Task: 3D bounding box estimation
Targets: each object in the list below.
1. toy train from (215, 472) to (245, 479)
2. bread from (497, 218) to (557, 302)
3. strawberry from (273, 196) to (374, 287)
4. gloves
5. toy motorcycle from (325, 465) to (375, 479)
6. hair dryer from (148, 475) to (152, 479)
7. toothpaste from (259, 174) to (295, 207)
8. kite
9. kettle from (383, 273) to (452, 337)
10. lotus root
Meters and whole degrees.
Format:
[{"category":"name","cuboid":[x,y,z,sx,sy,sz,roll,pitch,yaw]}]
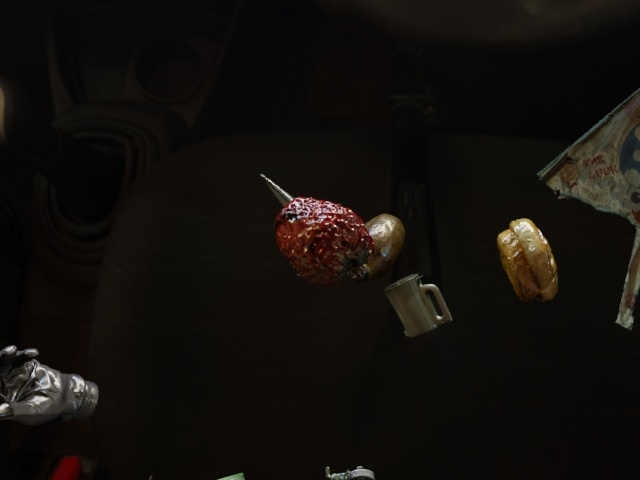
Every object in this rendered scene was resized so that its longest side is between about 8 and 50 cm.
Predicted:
[{"category":"toy train","cuboid":[-0.199,0.550,1.460,0.038,0.093,0.056,-48,58,29]},{"category":"bread","cuboid":[0.559,0.054,1.780,0.120,0.236,0.198,-21,48,8]},{"category":"strawberry","cuboid":[0.000,0.000,0.634,0.096,0.083,0.083,44,74,6]},{"category":"gloves","cuboid":[-0.490,0.256,1.116,0.119,0.285,0.142,-22,55,7]},{"category":"toy motorcycle","cuboid":[0.069,0.743,1.785,0.127,0.275,0.205,6,43,-7]},{"category":"hair dryer","cuboid":[-0.376,0.558,1.405,0.037,0.063,0.114,20,76,-18]},{"category":"toothpaste","cuboid":[-0.026,-0.034,1.091,0.037,0.062,0.216,-43,63,-2]},{"category":"kite","cuboid":[0.407,-0.048,0.807,0.014,0.369,0.406,-11,27,-24]},{"category":"kettle","cuboid":[0.253,0.166,1.727,0.126,0.098,0.148,-27,89,-1]},{"category":"lotus root","cuboid":[0.139,0.025,1.723,0.128,0.145,0.260,38,41,-3]}]
